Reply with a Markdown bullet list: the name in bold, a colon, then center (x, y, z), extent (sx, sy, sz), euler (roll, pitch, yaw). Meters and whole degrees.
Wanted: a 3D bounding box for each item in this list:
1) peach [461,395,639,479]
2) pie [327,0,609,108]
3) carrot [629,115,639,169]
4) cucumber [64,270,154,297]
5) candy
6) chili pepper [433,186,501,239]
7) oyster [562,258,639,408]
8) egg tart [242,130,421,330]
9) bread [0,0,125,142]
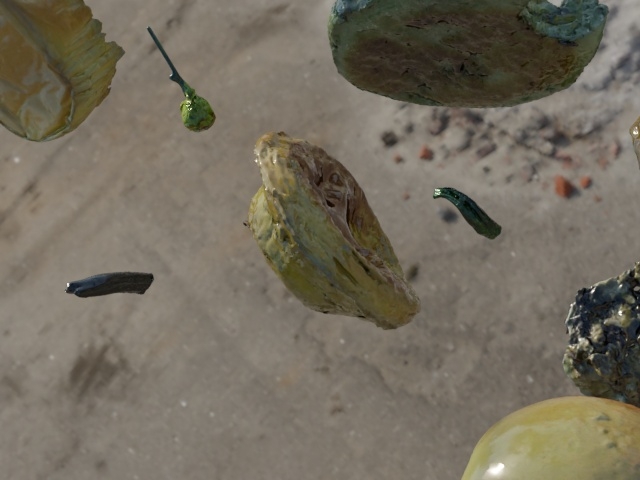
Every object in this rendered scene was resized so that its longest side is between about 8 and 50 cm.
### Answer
- **peach**: center (0.215, 0.225, 0.854), extent (0.232, 0.232, 0.232), euler (-25, 38, 21)
- **pie**: center (0.152, -0.221, 1.203), extent (0.302, 0.302, 0.067), euler (-11, 65, 35)
- **carrot**: center (0.591, -0.158, 1.483), extent (0.340, 0.241, 0.241), euler (-42, 29, 36)
- **cucumber**: center (-0.282, 0.058, 1.503), extent (0.033, 0.135, 0.034), euler (23, 104, 36)
- **candy**: center (-0.150, -0.168, 1.161), extent (0.035, 0.123, 0.035), euler (-31, 14, -7)
- **chili pepper**: center (0.220, -0.040, 1.646), extent (0.035, 0.118, 0.055), euler (-61, 8, -22)
- **oyster**: center (0.427, 0.139, 1.451), extent (0.214, 0.223, 0.083), euler (-36, 7, 7)
- **egg tart**: center (0.000, 0.000, 2.043), extent (0.178, 0.443, 0.443), euler (-37, 35, 15)
- **bread**: center (-0.376, -0.256, 1.414), extent (0.179, 0.250, 0.133), euler (-40, 11, 38)
